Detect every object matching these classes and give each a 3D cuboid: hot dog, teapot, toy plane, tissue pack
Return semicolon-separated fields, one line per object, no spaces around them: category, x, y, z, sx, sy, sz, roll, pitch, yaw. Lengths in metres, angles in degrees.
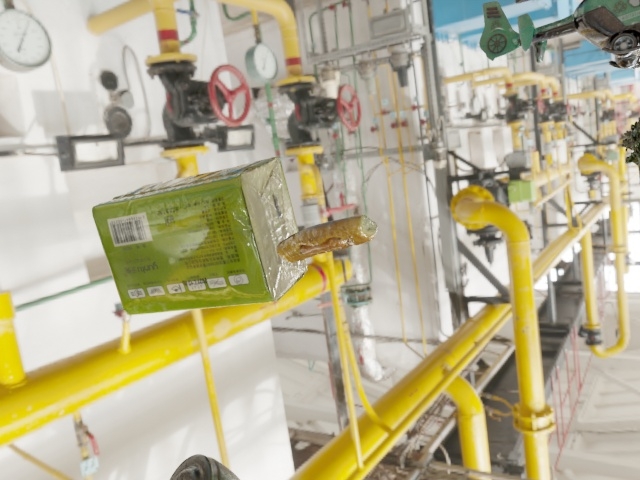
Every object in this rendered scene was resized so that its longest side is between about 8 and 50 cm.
hot dog;0.000;0.001;0.592;0.137;0.028;0.044;-14;139;43
teapot;-0.127;0.340;0.698;0.149;0.108;0.111;-26;-140;39
toy plane;0.423;-0.332;0.803;0.382;0.155;0.106;-7;177;35
tissue pack;-0.188;-0.003;0.886;0.275;0.200;0.167;-9;-165;21

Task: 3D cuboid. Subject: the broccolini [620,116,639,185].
broccolini;0.371;-0.056;0.595;0.058;0.201;0.074;11;152;6
